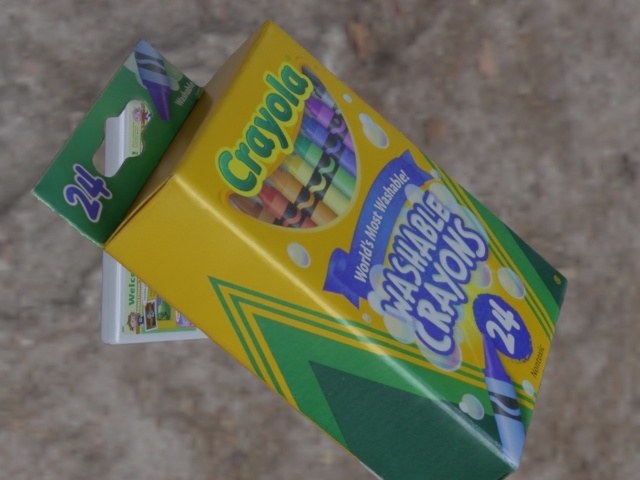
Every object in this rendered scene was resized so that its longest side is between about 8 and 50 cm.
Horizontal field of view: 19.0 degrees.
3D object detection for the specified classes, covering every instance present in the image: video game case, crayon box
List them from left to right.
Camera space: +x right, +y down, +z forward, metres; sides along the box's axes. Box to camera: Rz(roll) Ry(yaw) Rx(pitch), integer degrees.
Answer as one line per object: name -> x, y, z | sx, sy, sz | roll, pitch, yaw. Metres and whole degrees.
video game case -> -0.127, -0.016, 1.724 | 0.193, 0.023, 0.212 | 0, 92, -55
crayon box -> 0.000, 0.000, 1.189 | 0.323, 0.083, 0.203 | 40, 35, -11
